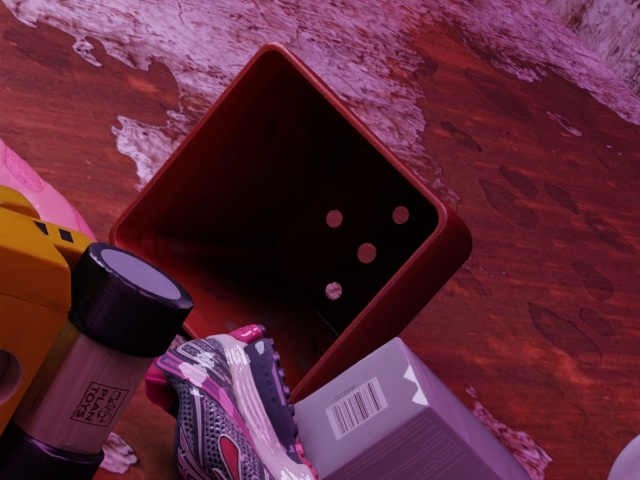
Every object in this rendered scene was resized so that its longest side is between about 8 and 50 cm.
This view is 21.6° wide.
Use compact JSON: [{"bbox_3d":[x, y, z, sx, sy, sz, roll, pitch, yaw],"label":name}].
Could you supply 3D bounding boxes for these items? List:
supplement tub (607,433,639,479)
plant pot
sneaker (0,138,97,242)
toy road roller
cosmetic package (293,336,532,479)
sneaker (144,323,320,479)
[{"bbox_3d":[0.470,0.297,1.833,0.316,0.193,0.193,11,34,-45],"label":"supplement tub"},{"bbox_3d":[0.000,0.000,1.705,0.267,0.267,0.236,46,13,22],"label":"plant pot"},{"bbox_3d":[-0.296,-0.026,1.541,0.314,0.116,0.136,51,17,16],"label":"sneaker"},{"bbox_3d":[-0.286,0.051,1.281,0.329,0.202,0.240,19,16,-44],"label":"toy road roller"},{"bbox_3d":[0.095,0.209,1.487,0.238,0.127,0.107,48,12,-39],"label":"cosmetic package"},{"bbox_3d":[-0.062,0.214,1.399,0.112,0.121,0.299,-12,54,-13],"label":"sneaker"}]
